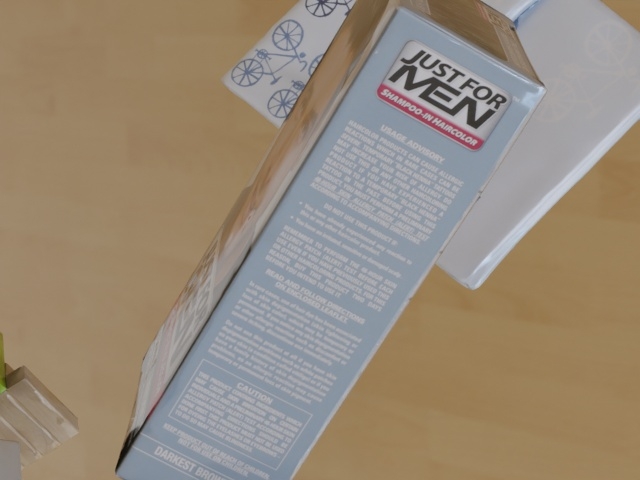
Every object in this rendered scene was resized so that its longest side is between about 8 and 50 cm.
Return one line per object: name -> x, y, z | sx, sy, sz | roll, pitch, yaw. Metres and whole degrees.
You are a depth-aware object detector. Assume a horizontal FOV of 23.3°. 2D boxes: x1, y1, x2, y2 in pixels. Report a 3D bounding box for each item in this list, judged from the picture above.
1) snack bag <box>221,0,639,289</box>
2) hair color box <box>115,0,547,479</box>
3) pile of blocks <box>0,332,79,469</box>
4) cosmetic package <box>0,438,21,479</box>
snack bag -> 0.129, -0.159, 1.511 | 0.342, 0.323, 0.037 | 44, 172, 16
hair color box -> 0.000, 0.000, 1.074 | 0.374, 0.113, 0.185 | -58, 12, 18
pile of blocks -> -0.388, 0.093, 1.375 | 0.149, 0.362, 0.113 | -54, 29, 21
cosmetic package -> -0.360, 0.259, 1.170 | 0.224, 0.224, 0.138 | -62, 31, 36
